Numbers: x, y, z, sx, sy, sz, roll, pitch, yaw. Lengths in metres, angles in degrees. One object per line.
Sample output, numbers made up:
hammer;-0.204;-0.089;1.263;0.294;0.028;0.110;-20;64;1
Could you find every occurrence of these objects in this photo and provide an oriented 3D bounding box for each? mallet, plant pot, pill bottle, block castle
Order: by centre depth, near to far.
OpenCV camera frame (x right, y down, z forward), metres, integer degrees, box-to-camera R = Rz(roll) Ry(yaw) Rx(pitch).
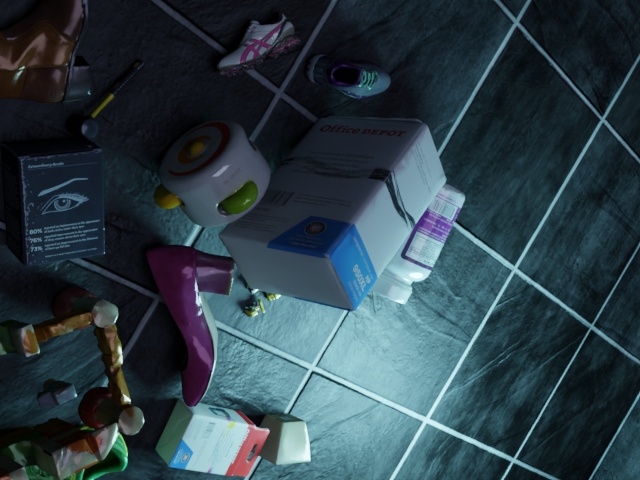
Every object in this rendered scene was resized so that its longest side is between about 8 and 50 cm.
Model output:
block castle;-0.573;0.287;1.584;0.453;0.213;0.303;-20;103;-36
mallet;-0.382;-0.259;1.596;0.189;0.062;0.039;-47;131;-12
pill bottle;0.210;-0.009;2.086;0.169;0.169;0.301;22;95;-41
plant pot;-0.091;0.475;2.113;0.109;0.109;0.096;6;92;-39

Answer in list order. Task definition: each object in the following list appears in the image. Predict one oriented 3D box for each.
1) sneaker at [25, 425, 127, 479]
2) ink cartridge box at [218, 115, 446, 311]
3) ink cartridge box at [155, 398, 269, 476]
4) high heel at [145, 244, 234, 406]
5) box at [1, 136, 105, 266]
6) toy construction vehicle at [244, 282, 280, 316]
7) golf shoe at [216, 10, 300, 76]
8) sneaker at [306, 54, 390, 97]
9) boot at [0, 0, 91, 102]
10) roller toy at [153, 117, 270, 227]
sneaker;-0.524;0.439;1.747;0.296;0.123;0.109;-5;112;-34
ink cartridge box;0.034;-0.070;1.784;0.395;0.285;0.166;-52;134;-30
ink cartridge box;-0.244;0.455;1.998;0.231;0.078;0.134;23;95;-41
high heel;-0.301;0.182;1.848;0.181;0.127;0.377;9;109;-11
box;-0.479;-0.074;1.572;0.153;0.108;0.207;-9;114;-34
toy construction vehicle;-0.128;0.122;1.972;0.098;0.035;0.085;-27;124;-26
golf shoe;-0.134;-0.389;1.738;0.186;0.067;0.086;-32;99;-22
sneaker;0.080;-0.345;1.888;0.224;0.098;0.083;0;109;-37
boot;-0.532;-0.351;1.450;0.280;0.096;0.264;-8;121;-27
roller toy;-0.210;-0.136;1.699;0.146;0.209;0.191;55;38;-39
